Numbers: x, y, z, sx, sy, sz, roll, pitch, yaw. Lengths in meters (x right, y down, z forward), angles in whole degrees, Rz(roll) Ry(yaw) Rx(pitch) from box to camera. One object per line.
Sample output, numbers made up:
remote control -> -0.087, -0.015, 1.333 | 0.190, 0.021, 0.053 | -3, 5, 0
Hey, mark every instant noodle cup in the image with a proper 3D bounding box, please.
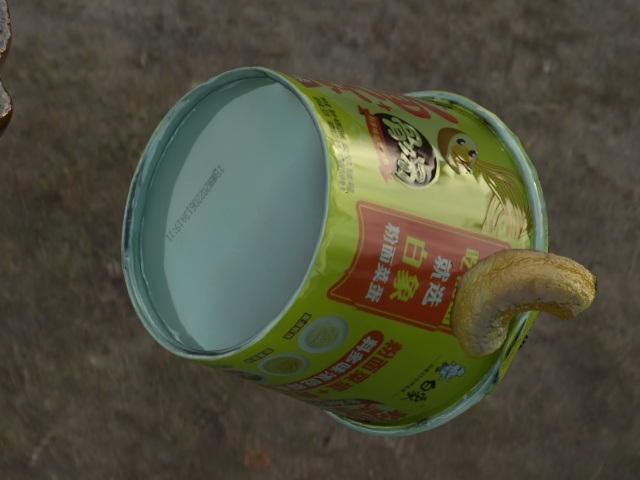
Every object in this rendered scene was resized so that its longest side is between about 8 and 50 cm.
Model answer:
instant noodle cup -> 0.000, 0.000, 1.340 | 0.221, 0.311, 0.311 | 14, 49, -45

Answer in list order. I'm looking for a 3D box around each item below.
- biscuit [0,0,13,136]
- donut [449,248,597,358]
biscuit -> -0.345, -0.154, 1.166 | 0.273, 0.049, 0.257 | 6, 49, -32
donut -> 0.121, 0.041, 0.991 | 0.083, 0.067, 0.038 | 10, 23, 3
